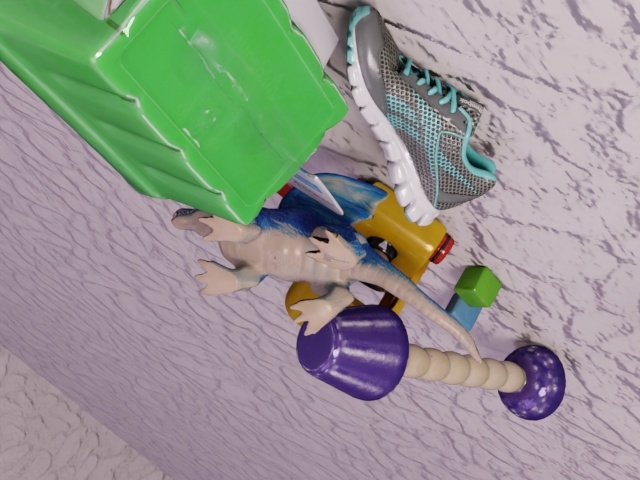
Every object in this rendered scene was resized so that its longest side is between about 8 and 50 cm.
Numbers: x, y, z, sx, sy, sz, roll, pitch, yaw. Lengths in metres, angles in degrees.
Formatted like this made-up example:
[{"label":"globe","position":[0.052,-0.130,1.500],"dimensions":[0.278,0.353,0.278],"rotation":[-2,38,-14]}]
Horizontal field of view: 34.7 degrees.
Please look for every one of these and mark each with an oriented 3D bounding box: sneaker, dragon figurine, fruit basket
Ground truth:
[{"label":"sneaker","position":[0.071,-0.090,0.699],"dimensions":[0.076,0.065,0.166],"rotation":[-16,123,20]},{"label":"dragon figurine","position":[0.000,0.000,0.782],"dimensions":[0.289,0.144,0.085],"rotation":[13,115,18]},{"label":"fruit basket","position":[-0.150,-0.179,0.683],"dimensions":[0.353,0.165,0.327],"rotation":[44,176,36]}]

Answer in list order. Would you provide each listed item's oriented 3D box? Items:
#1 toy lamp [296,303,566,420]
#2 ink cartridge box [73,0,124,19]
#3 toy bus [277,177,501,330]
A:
[{"label":"toy lamp","position":[0.096,0.104,0.860],"dimensions":[0.274,0.080,0.080],"rotation":[16,171,-42]},{"label":"ink cartridge box","position":[-0.138,-0.268,0.412],"dimensions":[0.289,0.211,0.121],"rotation":[35,154,-7]},{"label":"toy bus","position":[0.037,0.029,0.892],"dimensions":[0.191,0.104,0.202],"rotation":[10,148,39]}]
